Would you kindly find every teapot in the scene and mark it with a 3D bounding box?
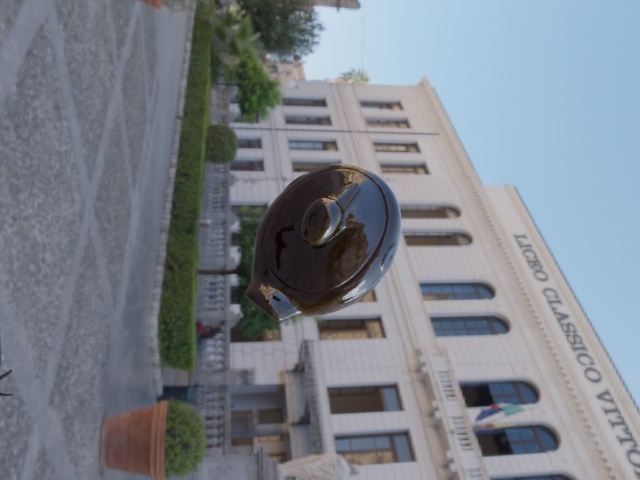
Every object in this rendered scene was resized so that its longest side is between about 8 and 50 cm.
[{"bbox_3d":[0.000,0.000,0.428,0.129,0.098,0.078,-48,165,-7],"label":"teapot"}]

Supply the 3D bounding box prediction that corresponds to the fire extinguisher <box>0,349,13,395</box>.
[{"bbox_3d":[-0.339,0.083,0.579,0.045,0.078,0.157,98,-24,-58],"label":"fire extinguisher"}]
